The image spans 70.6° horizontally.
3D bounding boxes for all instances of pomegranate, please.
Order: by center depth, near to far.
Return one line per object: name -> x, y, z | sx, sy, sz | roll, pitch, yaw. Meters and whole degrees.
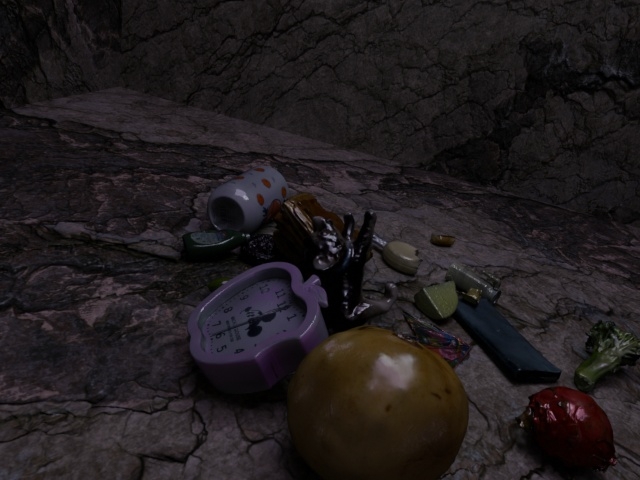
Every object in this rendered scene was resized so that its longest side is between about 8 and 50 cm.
pomegranate -> 0.100, 0.318, 0.843 | 0.332, 0.333, 0.333 | 12, 25, -6

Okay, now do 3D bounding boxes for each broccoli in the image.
broccoli -> 0.862, 0.368, 1.391 | 0.304, 0.146, 0.165 | -21, 52, -36

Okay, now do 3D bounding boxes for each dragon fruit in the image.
dragon fruit -> 0.569, 0.427, 1.041 | 0.209, 0.172, 0.172 | 30, 27, 8

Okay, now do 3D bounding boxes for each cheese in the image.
cheese -> 0.520, 0.191, 1.546 | 0.060, 0.042, 0.084 | 22, 28, 32
cheese -> 0.280, 0.045, 1.768 | 0.248, 0.071, 0.163 | 23, 25, 16

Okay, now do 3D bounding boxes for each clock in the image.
clock -> -0.134, 0.188, 1.039 | 0.338, 0.102, 0.339 | -15, 31, 9

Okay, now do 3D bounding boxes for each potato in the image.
potato -> 0.400, 0.211, 1.505 | 0.149, 0.081, 0.120 | -10, 60, -31

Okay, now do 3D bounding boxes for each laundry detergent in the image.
laundry detergent -> -0.340, 0.000, 1.486 | 0.210, 0.063, 0.137 | -12, 28, -22

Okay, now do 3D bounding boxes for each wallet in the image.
wallet -> 0.562, 0.300, 1.431 | 0.190, 0.046, 0.379 | 6, 25, -23

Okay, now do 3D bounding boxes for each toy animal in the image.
toy animal -> 0.037, 0.099, 1.236 | 0.302, 0.345, 0.194 | -22, 7, -30

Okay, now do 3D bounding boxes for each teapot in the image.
teapot -> 0.574, 0.149, 1.677 | 0.077, 0.107, 0.200 | 1, 27, -47

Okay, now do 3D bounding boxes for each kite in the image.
kite -> 0.348, 0.311, 1.332 | 0.233, 0.016, 0.321 | 10, 26, -15

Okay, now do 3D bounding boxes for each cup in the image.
cup -> -0.275, -0.142, 1.689 | 0.212, 0.212, 0.317 | 21, 27, 12

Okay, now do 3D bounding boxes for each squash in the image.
squash -> -0.198, 0.140, 1.320 | 0.258, 0.069, 0.069 | 2, 28, -25

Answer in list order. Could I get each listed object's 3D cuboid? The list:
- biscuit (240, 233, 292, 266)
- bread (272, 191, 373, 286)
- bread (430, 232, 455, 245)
biscuit -> -0.183, 0.035, 1.557 | 0.194, 0.053, 0.194 | 12, 26, -6
bread -> 0.000, 0.000, 1.543 | 0.314, 0.191, 0.370 | 48, 19, 9
bread -> 0.553, -0.003, 2.045 | 0.105, 0.053, 0.072 | 3, 4, -28
